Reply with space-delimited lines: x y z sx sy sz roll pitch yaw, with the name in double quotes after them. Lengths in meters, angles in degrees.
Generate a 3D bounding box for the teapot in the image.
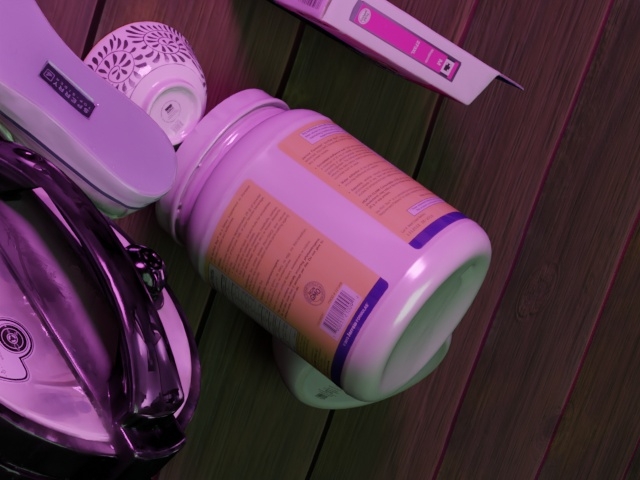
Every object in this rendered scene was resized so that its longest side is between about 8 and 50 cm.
0.044 0.093 1.798 0.253 0.187 0.256 -8 146 -19 "teapot"

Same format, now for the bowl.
-0.185 -0.152 1.520 0.170 0.080 0.170 -20 125 -32 "bowl"

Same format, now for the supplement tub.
0.000 0.000 1.550 0.241 0.331 0.241 -45 159 -22 "supplement tub"

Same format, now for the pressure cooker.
-0.322 0.123 1.262 0.370 0.375 0.420 36 118 -21 "pressure cooker"

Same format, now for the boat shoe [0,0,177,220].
-0.318 -0.152 1.357 0.367 0.156 0.135 42 44 -21 "boat shoe"

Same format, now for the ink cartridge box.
0.074 -0.247 1.633 0.371 0.176 0.069 19 99 -46 "ink cartridge box"
